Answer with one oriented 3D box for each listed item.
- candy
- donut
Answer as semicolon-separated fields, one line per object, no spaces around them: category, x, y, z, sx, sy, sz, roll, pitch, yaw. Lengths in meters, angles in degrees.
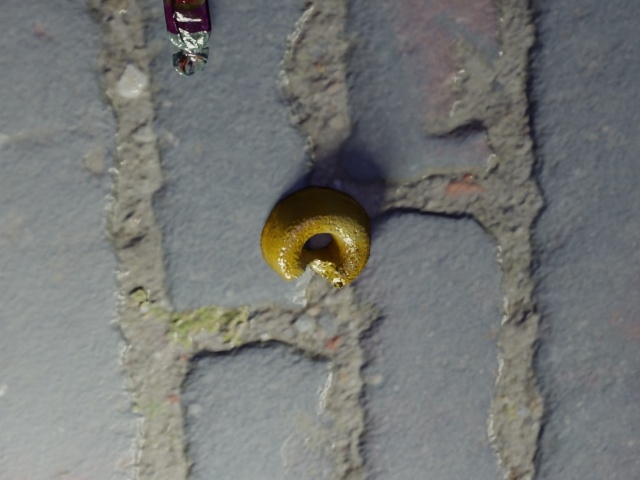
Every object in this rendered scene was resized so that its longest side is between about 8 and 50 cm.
candy;-0.120;-0.226;1.696;0.045;0.043;0.175;-5;115;1
donut;0.000;0.000;1.826;0.108;0.043;0.097;3;114;-18
